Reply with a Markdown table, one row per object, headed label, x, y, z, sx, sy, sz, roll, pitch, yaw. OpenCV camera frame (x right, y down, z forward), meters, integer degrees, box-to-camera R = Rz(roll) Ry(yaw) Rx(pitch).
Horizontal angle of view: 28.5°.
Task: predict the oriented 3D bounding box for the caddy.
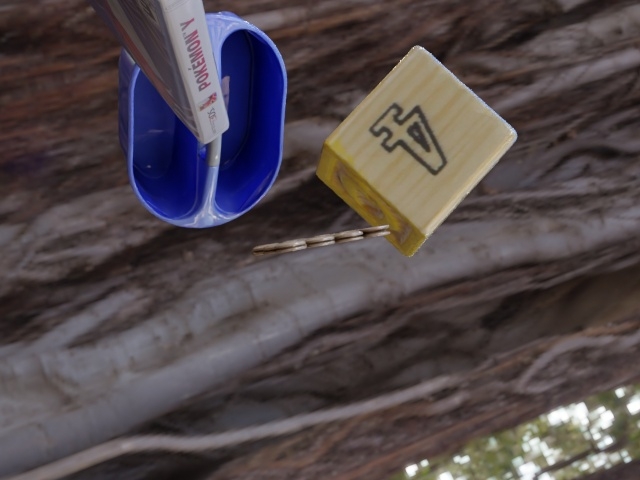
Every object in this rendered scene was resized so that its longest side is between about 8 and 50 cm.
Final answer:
| label | x | y | z | sx | sy | sz | roll | pitch | yaw |
| --- | --- | --- | --- | --- | --- | --- | --- | --- | --- |
| caddy | -0.179 | -0.187 | 1.898 | 0.179 | 0.241 | 0.341 | -125 | -146 | -56 |

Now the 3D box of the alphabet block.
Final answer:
| label | x | y | z | sx | sy | sz | roll | pitch | yaw |
| --- | --- | --- | --- | --- | --- | --- | --- | --- | --- |
| alphabet block | 0.129 | -0.120 | 1.769 | 0.193 | 0.197 | 0.192 | 42 | -9 | 5 |

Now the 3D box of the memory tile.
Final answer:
| label | x | y | z | sx | sy | sz | roll | pitch | yaw |
| --- | --- | --- | --- | --- | --- | --- | --- | --- | --- |
| memory tile | 0.000 | 0.000 | 1.506 | 0.113 | 0.148 | 0.012 | 173 | -92 | -67 |

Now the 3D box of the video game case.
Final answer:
| label | x | y | z | sx | sy | sz | roll | pitch | yaw |
| --- | --- | --- | --- | --- | --- | --- | --- | --- | --- |
| video game case | -0.119 | -0.156 | 0.626 | 0.201 | 0.023 | 0.183 | 51 | -9 | 12 |
